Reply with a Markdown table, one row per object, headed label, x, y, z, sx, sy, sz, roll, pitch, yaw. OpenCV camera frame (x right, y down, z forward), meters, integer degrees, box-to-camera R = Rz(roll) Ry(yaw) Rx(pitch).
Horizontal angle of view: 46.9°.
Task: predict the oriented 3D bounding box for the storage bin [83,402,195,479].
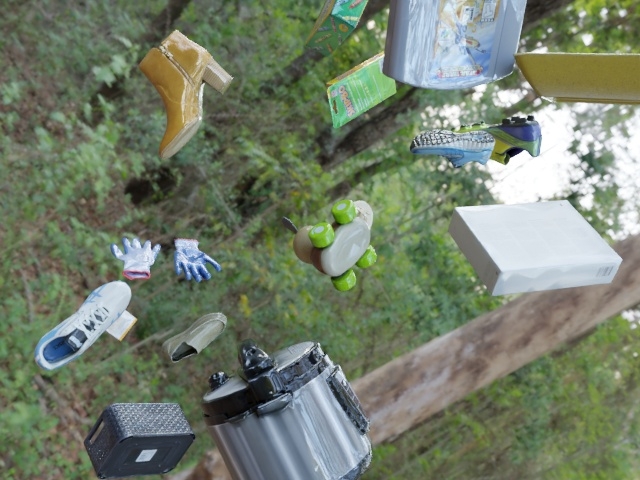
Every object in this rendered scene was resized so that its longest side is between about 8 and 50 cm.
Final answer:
| label | x | y | z | sx | sy | sz | roll | pitch | yaw |
| --- | --- | --- | --- | --- | --- | --- | --- | --- | --- |
| storage bin | -0.353 | 0.392 | 1.450 | 0.180 | 0.122 | 0.084 | 13 | 29 | -47 |

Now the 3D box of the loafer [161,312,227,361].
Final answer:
| label | x | y | z | sx | sy | sz | roll | pitch | yaw |
| --- | --- | --- | --- | --- | --- | --- | --- | --- | --- |
| loafer | -0.251 | 0.202 | 1.498 | 0.056 | 0.148 | 0.050 | 57 | -2 | -40 |

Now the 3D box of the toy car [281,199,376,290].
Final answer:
| label | x | y | z | sx | sy | sz | roll | pitch | yaw |
| --- | --- | --- | --- | --- | --- | --- | --- | --- | --- |
| toy car | 0.000 | 0.000 | 1.595 | 0.188 | 0.149 | 0.155 | 14 | -40 | 44 |

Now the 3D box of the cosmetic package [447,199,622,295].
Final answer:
| label | x | y | z | sx | sy | sz | roll | pitch | yaw |
| --- | --- | --- | --- | --- | --- | --- | --- | --- | --- |
| cosmetic package | 0.585 | 0.012 | 2.043 | 0.284 | 0.378 | 0.097 | -113 | -155 | -46 |

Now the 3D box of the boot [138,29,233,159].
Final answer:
| label | x | y | z | sx | sy | sz | roll | pitch | yaw |
| --- | --- | --- | --- | --- | --- | --- | --- | --- | --- |
| boot | -0.390 | -0.378 | 1.909 | 0.211 | 0.295 | 0.104 | 37 | -4 | 0 |

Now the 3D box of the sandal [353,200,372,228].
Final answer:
| label | x | y | z | sx | sy | sz | roll | pitch | yaw |
| --- | --- | --- | --- | --- | --- | --- | --- | --- | --- |
| sandal | 0.078 | -0.041 | 1.814 | 0.088 | 0.240 | 0.079 | 53 | -41 | -1 |

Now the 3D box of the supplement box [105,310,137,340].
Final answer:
| label | x | y | z | sx | sy | sz | roll | pitch | yaw |
| --- | --- | --- | --- | --- | --- | --- | --- | --- | --- |
| supplement box | -0.469 | 0.171 | 1.645 | 0.098 | 0.062 | 0.036 | 42 | -22 | -17 |

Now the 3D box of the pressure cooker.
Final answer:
| label | x | y | z | sx | sy | sz | roll | pitch | yaw |
| --- | --- | --- | --- | --- | --- | --- | --- | --- | --- |
| pressure cooker | -0.102 | 0.443 | 1.874 | 0.376 | 0.370 | 0.420 | -27 | 91 | -52 |

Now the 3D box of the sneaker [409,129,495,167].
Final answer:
| label | x | y | z | sx | sy | sz | roll | pitch | yaw |
| --- | --- | --- | --- | --- | --- | --- | --- | --- | --- |
| sneaker | 0.255 | -0.170 | 1.438 | 0.063 | 0.162 | 0.073 | -76 | 168 | -55 |

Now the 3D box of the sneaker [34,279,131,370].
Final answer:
| label | x | y | z | sx | sy | sz | roll | pitch | yaw |
| --- | --- | --- | --- | --- | --- | --- | --- | --- | --- |
| sneaker | -0.480 | 0.178 | 1.510 | 0.085 | 0.237 | 0.086 | 52 | -10 | -29 |

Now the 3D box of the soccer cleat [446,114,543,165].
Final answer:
| label | x | y | z | sx | sy | sz | roll | pitch | yaw |
| --- | --- | --- | --- | --- | --- | --- | --- | --- | --- |
| soccer cleat | 0.430 | -0.245 | 1.876 | 0.289 | 0.093 | 0.121 | 0 | -76 | 49 |

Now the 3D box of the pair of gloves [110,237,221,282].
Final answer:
| label | x | y | z | sx | sy | sz | roll | pitch | yaw |
| --- | --- | --- | --- | --- | --- | --- | --- | --- | --- |
| pair of gloves | -0.286 | 0.035 | 1.366 | 0.159 | 0.198 | 0.023 | -120 | -140 | -59 |

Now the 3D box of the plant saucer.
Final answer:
| label | x | y | z | sx | sy | sz | roll | pitch | yaw |
| --- | --- | --- | --- | --- | --- | --- | --- | --- | --- |
| plant saucer | 0.565 | -0.311 | 1.447 | 0.333 | 0.333 | 0.080 | -18 | 112 | -66 |

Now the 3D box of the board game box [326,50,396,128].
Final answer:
| label | x | y | z | sx | sy | sz | roll | pitch | yaw |
| --- | --- | --- | --- | --- | --- | --- | --- | --- | --- |
| board game box | 0.109 | -0.417 | 2.040 | 0.039 | 0.259 | 0.124 | 20 | -45 | 39 |

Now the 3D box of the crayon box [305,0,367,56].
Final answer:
| label | x | y | z | sx | sy | sz | roll | pitch | yaw |
| --- | --- | --- | --- | --- | --- | --- | --- | --- | --- |
| crayon box | 0.055 | -0.639 | 2.068 | 0.081 | 0.165 | 0.278 | 25 | -9 | -13 |

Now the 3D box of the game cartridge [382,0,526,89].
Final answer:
| label | x | y | z | sx | sy | sz | roll | pitch | yaw |
| --- | --- | --- | --- | --- | --- | --- | --- | --- | --- |
| game cartridge | 0.257 | -0.385 | 1.388 | 0.062 | 0.297 | 0.198 | 37 | -49 | 53 |
